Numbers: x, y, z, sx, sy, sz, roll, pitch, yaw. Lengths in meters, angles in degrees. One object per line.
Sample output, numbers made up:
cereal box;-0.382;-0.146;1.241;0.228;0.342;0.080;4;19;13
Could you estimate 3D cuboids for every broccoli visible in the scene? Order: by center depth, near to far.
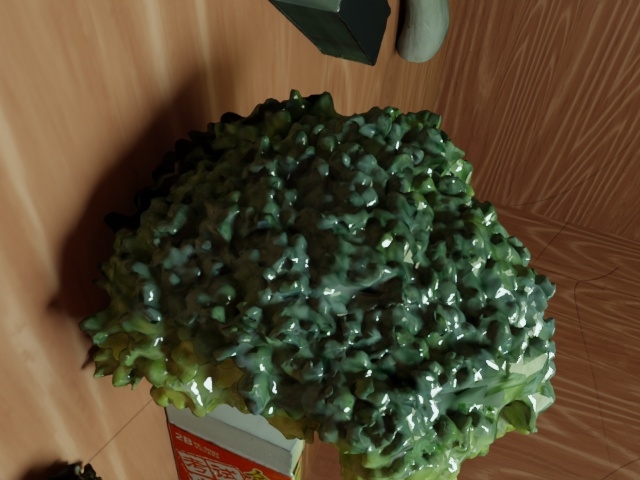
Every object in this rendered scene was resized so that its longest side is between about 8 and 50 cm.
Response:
broccoli;0.013;0.047;0.492;0.293;0.348;0.280;-59;173;-34

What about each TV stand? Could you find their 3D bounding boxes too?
TV stand;0.023;-0.285;0.713;0.269;0.083;0.088;-25;129;-76

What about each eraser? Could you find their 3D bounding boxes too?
eraser;-0.099;0.260;0.702;0.230;0.158;0.038;96;18;-44

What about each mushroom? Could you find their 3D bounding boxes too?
mushroom;0.225;-0.533;1.302;0.328;0.122;0.159;80;-7;-68

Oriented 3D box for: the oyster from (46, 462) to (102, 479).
oyster;-0.175;0.280;0.434;0.222;0.084;0.214;-95;-164;-55
